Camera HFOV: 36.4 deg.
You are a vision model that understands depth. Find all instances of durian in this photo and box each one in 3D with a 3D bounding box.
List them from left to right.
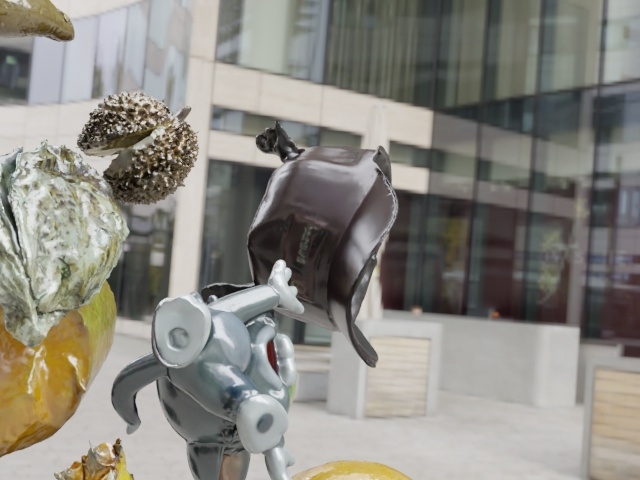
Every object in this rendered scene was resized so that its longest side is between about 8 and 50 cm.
[{"bbox_3d":[-0.283,-0.154,1.552,0.196,0.196,0.167,5,4,-10],"label":"durian"}]

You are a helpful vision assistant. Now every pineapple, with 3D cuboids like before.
[{"bbox_3d":[-0.329,0.454,1.360,0.161,0.334,0.158,-4,35,-2],"label":"pineapple"}]

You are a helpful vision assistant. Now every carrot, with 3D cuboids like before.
[{"bbox_3d":[-0.420,0.137,1.349,0.242,0.241,0.340,4,14,-1],"label":"carrot"}]

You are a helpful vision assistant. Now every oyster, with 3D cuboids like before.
[{"bbox_3d":[-0.328,-0.010,1.144,0.112,0.198,0.267,-34,13,27],"label":"oyster"}]

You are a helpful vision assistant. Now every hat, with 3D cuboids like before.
[{"bbox_3d":[-0.025,0.002,1.085,0.209,0.238,0.336,9,17,0],"label":"hat"}]

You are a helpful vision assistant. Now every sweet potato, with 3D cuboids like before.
[{"bbox_3d":[-0.479,-0.316,1.317,0.310,0.097,0.124,5,16,-25],"label":"sweet potato"}]

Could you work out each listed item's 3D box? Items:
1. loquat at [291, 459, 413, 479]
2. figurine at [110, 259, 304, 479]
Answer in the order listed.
[{"bbox_3d":[0.036,0.400,1.210,0.263,0.262,0.263,4,-3,0],"label":"loquat"},{"bbox_3d":[-0.080,0.116,0.756,0.140,0.193,0.265,-19,-13,15],"label":"figurine"}]
